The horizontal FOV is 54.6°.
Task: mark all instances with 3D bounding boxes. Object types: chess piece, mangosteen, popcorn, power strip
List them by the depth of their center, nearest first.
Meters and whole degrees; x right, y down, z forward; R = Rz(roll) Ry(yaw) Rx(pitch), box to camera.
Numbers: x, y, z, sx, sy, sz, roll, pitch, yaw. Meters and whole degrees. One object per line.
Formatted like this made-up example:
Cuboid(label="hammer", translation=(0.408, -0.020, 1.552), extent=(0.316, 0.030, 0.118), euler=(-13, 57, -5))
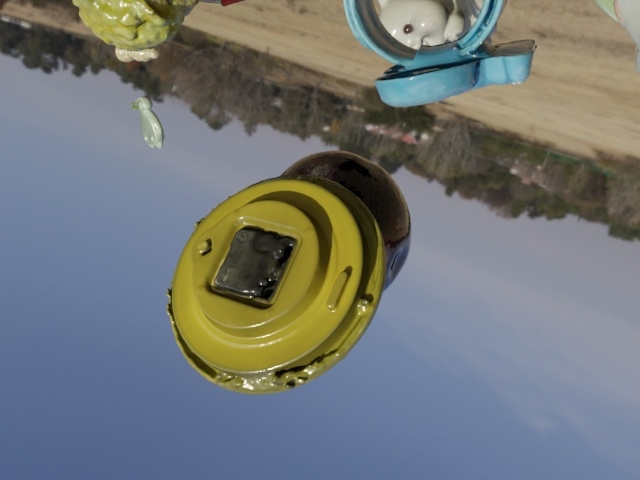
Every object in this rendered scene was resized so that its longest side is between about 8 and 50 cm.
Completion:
Cuboid(label="popcorn", translation=(-0.226, -0.322, 0.767), extent=(0.142, 0.173, 0.173), euler=(12, -167, -35))
Cuboid(label="power strip", translation=(-0.272, -0.182, 0.966), extent=(0.055, 0.083, 0.035), euler=(12, -148, 44))
Cuboid(label="mangosteen", translation=(0.000, 0.000, 1.020), extent=(0.302, 0.275, 0.275), euler=(-36, -136, -29))
Cuboid(label="chess piece", translation=(-0.300, -0.312, 1.031), extent=(0.092, 0.035, 0.035), euler=(16, -171, 36))

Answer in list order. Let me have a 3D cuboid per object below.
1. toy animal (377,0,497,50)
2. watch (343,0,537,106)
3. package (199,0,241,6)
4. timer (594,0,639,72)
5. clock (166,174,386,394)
Cuboid(label="toy animal", translation=(0.180, -0.361, 1.023), extent=(0.193, 0.127, 0.178), euler=(-4, -128, -11))
Cuboid(label="watch", translation=(0.130, -0.260, 0.676), extent=(0.211, 0.193, 0.211), euler=(-13, -158, 5))
Cuboid(label="package", translation=(-0.239, -0.460, 1.021), extent=(0.423, 0.123, 0.196), euler=(18, -145, 35))
Cuboid(label="timer", translation=(0.289, -0.206, 0.409), extent=(0.291, 0.315, 0.291), euler=(19, 150, 12))
Cuboid(label="clock", translation=(-0.054, 0.027, 0.595), extent=(0.237, 0.237, 0.057), euler=(24, 165, 31))
